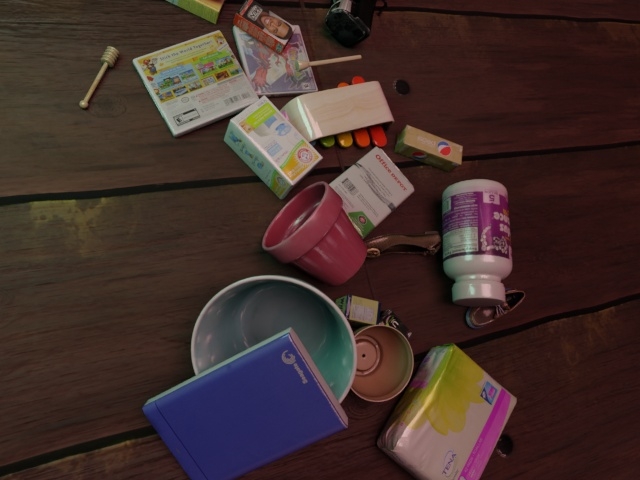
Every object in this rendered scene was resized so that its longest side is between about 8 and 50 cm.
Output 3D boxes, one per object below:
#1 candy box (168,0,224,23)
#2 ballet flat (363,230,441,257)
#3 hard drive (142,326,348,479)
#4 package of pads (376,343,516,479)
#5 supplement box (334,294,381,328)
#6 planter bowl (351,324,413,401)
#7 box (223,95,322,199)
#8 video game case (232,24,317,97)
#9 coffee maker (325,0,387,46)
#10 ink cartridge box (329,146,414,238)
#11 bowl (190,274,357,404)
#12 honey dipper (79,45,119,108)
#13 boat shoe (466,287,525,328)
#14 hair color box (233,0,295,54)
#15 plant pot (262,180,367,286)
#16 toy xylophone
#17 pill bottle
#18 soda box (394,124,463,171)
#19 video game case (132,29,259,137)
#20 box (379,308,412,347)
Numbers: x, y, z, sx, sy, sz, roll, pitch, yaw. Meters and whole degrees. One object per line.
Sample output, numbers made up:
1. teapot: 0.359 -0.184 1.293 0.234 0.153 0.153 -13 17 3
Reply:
1. candy box: -0.329 -0.638 1.210 0.187 0.053 0.109 22 68 -15
2. ballet flat: 0.202 0.017 1.211 0.250 0.084 0.058 -5 75 -28
3. hard drive: -0.139 0.321 0.895 0.319 0.040 0.210 -28 100 10
4. package of pads: 0.292 0.414 1.115 0.229 0.101 0.296 41 65 -6
5. supplement box: 0.083 0.166 1.116 0.083 0.083 0.056 15 70 -17
6. planter bowl: 0.111 0.265 1.078 0.162 0.109 0.162 1 86 -16
7. box: -0.112 -0.216 1.142 0.203 0.103 0.114 47 65 -3
8. video game case: -0.117 -0.469 1.257 0.183 0.023 0.201 -11 79 -23
9. coffee maker: 0.106 -0.637 1.337 0.171 0.120 0.178 18 70 -16
10. ink cartridge box: 0.109 -0.111 1.204 0.208 0.087 0.153 -40 91 -25
11. bowl: -0.081 0.194 0.964 0.312 0.163 0.311 1 105 4
12. honey dipper: -0.498 -0.362 1.081 0.030 0.030 0.160 24 72 -13
13. boat shoe: 0.461 0.170 1.268 0.183 0.066 0.066 -28 86 -25
14. hair color box: -0.143 -0.548 1.235 0.141 0.043 0.072 29 65 -11
15. plant pot: 0.000 0.000 1.085 0.180 0.201 0.201 44 64 -21
16. toy xylophone: 0.049 -0.352 1.249 0.323 0.081 0.236 -10 82 -23
17. pill bottle: 0.398 0.011 1.234 0.169 0.169 0.301 9 72 -18
18. soda box: 0.299 -0.252 1.333 0.181 0.058 0.061 17 70 -16
19. video game case: -0.292 -0.377 1.153 0.227 0.026 0.206 -28 86 -19
20. box: 0.164 0.215 1.151 0.083 0.052 0.062 48 65 -3
